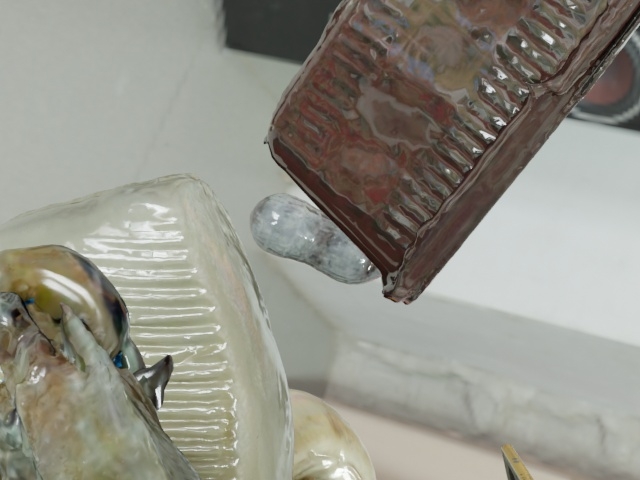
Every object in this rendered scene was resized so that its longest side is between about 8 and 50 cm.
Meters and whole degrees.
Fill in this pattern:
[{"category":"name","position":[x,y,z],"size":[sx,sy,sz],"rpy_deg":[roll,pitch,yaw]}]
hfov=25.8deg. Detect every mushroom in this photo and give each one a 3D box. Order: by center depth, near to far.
[{"category":"mushroom","position":[-0.058,0.363,1.862],"size":[0.353,0.353,0.325],"rpy_deg":[29,37,-61]}]

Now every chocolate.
[{"category":"chocolate","position":[0.000,0.000,1.532],"size":[0.072,0.167,0.072],"rpy_deg":[-160,-90,-74]}]

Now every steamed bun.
[{"category":"steamed bun","position":[-0.139,0.151,1.170],"size":[0.236,0.247,0.383],"rpy_deg":[13,65,-75]}]

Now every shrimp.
[{"category":"shrimp","position":[-0.100,0.191,0.744],"size":[0.110,0.446,0.221],"rpy_deg":[-8,148,-28]}]

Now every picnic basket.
[{"category":"picnic basket","position":[0.090,-0.128,0.788],"size":[0.297,0.129,0.222],"rpy_deg":[-54,-179,30]}]

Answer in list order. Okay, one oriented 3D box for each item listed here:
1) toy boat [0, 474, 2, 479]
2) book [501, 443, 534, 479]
[{"category":"toy boat","position":[-0.212,0.214,0.916],"size":[0.089,0.321,0.121],"rpy_deg":[-44,131,-86]},{"category":"book","position":[0.171,0.236,1.022],"size":[0.172,0.012,0.118],"rpy_deg":[-118,-168,-71]}]
